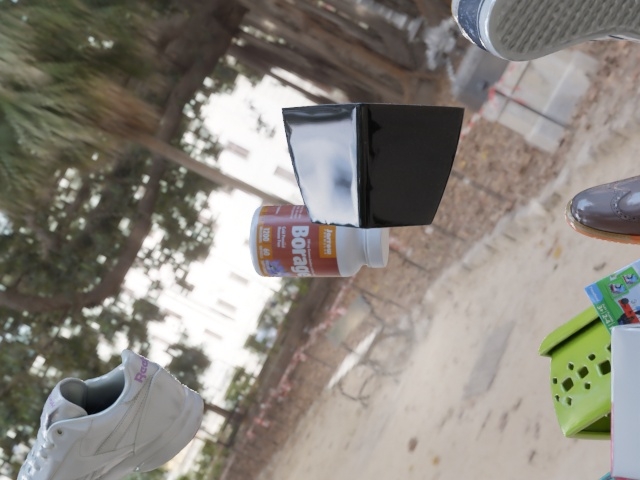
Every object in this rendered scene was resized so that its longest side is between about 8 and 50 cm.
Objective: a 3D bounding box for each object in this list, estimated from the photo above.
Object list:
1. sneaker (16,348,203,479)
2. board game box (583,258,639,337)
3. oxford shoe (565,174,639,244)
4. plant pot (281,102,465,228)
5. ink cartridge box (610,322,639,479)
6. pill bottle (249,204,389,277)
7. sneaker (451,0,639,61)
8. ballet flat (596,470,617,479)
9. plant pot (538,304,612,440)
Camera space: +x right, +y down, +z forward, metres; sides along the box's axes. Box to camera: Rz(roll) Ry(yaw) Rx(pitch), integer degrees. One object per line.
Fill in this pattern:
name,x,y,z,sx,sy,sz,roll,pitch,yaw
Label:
sneaker,-0.286,0.234,1.078,0.305,0.152,0.114,-38,30,3
board game box,0.590,0.103,1.655,0.212,0.160,0.039,-29,-23,11
oxford shoe,0.556,-0.089,1.462,0.132,0.364,0.130,72,-168,-46
plant pot,0.072,-0.103,1.330,0.188,0.188,0.166,6,98,54
ink cartridge box,0.371,0.167,1.032,0.218,0.092,0.158,9,-98,-64
pill bottle,0.000,0.000,1.576,0.121,0.216,0.121,-1,-90,-78
sneaker,0.293,-0.272,1.025,0.127,0.321,0.126,-131,34,-59
ballet flat,0.423,0.442,1.515,0.247,0.083,0.087,-51,1,3
plant pot,0.566,0.238,1.822,0.228,0.227,0.207,-42,51,34
